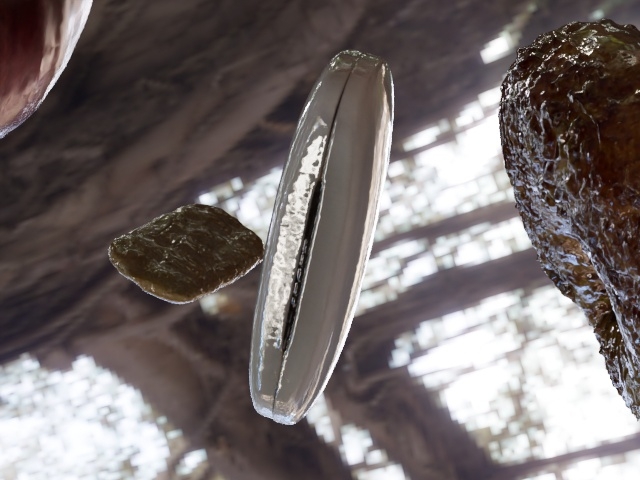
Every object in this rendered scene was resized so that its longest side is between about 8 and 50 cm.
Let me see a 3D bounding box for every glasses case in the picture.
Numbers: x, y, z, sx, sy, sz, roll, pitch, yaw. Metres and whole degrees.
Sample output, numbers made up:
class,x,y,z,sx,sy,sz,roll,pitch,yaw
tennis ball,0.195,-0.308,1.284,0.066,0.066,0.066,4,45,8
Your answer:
class,x,y,z,sx,sy,sz,roll,pitch,yaw
glasses case,0.000,0.000,1.124,0.092,0.059,0.233,-59,-18,-63

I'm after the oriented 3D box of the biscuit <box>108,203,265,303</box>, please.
class,x,y,z,sx,sy,sz,roll,pitch,yaw
biscuit,-0.088,0.008,1.269,0.071,0.018,0.147,35,-152,14

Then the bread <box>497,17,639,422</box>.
class,x,y,z,sx,sy,sz,roll,pitch,yaw
bread,0.121,0.003,0.723,0.064,0.193,0.193,-23,-86,-9

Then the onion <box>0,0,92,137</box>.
class,x,y,z,sx,sy,sz,roll,pitch,yaw
onion,-0.202,-0.128,0.705,0.246,0.246,0.190,-10,-60,-51
